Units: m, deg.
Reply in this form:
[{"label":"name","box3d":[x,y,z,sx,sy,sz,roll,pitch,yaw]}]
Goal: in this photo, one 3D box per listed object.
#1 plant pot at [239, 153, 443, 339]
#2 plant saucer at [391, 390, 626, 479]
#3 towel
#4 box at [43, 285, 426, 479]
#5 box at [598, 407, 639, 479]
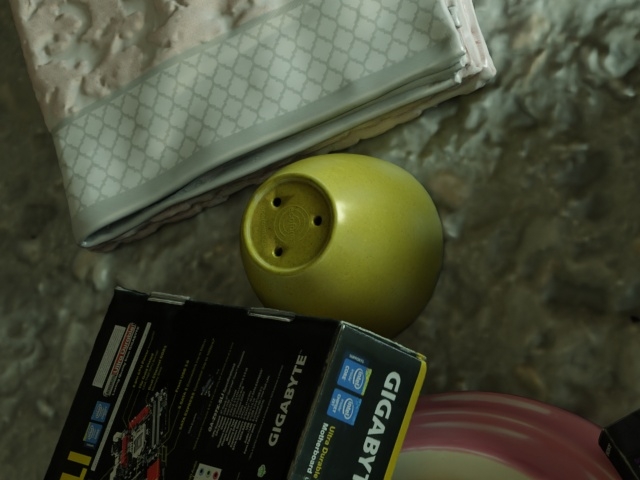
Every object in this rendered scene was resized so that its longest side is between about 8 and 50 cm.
[{"label":"plant pot","box3d":[0.000,0.000,1.142,0.134,0.095,0.134,-6,76,25]},{"label":"plant saucer","box3d":[0.078,0.251,1.054,0.332,0.084,0.332,-6,75,24]},{"label":"towel","box3d":[-0.072,-0.189,1.246,0.332,0.053,0.317,-24,69,18]},{"label":"box","box3d":[-0.088,0.196,1.076,0.257,0.079,0.322,3,71,54]},{"label":"box","box3d":[0.249,0.149,0.999,0.116,0.029,0.162,-27,64,-11]}]
